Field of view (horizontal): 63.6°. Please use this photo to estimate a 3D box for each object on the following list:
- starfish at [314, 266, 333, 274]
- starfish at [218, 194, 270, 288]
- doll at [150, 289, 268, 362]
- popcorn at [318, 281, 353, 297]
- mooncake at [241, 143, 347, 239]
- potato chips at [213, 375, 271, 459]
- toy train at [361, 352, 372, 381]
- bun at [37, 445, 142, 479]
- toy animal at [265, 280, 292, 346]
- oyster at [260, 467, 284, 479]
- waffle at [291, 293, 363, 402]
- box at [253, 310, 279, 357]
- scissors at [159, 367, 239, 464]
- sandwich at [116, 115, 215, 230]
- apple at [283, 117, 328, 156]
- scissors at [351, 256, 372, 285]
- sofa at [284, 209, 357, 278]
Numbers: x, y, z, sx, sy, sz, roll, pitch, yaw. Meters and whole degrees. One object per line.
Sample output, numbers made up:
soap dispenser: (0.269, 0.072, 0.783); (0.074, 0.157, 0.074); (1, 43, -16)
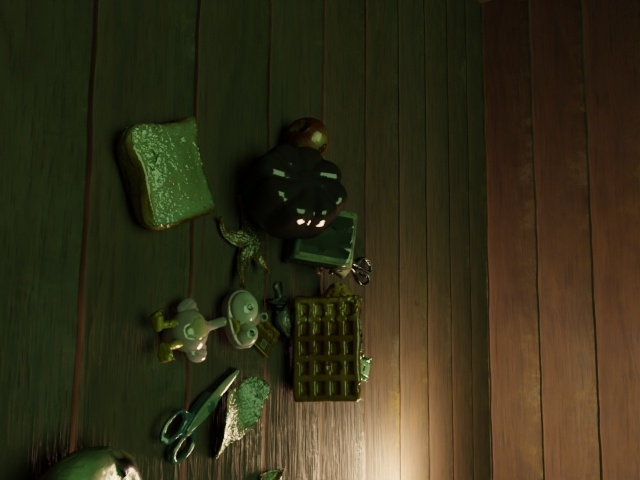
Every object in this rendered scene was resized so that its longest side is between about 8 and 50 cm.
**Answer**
starfish: (0.019, 0.012, 1.757); (0.150, 0.053, 0.210); (17, 77, -44)
starfish: (-0.221, 0.000, 1.448); (0.138, 0.050, 0.248); (-26, 97, -54)
doll: (-0.269, 0.216, 1.315); (0.365, 0.094, 0.160); (-3, 75, -51)
popcorn: (0.056, 0.227, 1.725); (0.152, 0.148, 0.167); (2, 66, -24)
mooncake: (-0.069, -0.143, 1.488); (0.306, 0.154, 0.306); (18, 53, -25)
potato chips: (-0.218, 0.475, 1.401); (0.228, 0.059, 0.167); (-30, 118, -56)
toy train: (0.123, 0.455, 1.857); (0.149, 0.081, 0.099); (38, 57, -52)
bun: (-0.467, 0.532, 0.974); (0.283, 0.179, 0.284); (-2, 90, -75)
toy animal: (-0.111, 0.233, 1.560); (0.105, 0.070, 0.203); (-77, 155, -74)
oyster: (-0.144, 0.697, 1.505); (0.093, 0.034, 0.051); (11, 62, -42)
waffle: (0.020, 0.332, 1.605); (0.098, 0.224, 0.328); (86, 4, -87)
box: (-0.181, 0.262, 1.498); (0.156, 0.022, 0.089); (54, 49, -37)
scissors: (-0.296, 0.424, 1.309); (0.289, 0.041, 0.138); (-46, 134, -47)
sandwich: (-0.361, -0.162, 1.234); (0.226, 0.087, 0.251); (-25, 107, -51)
apple: (-0.044, -0.313, 1.633); (0.146, 0.146, 0.131); (-68, 149, -31)
scissors: (0.106, 0.084, 1.905); (0.300, 0.022, 0.109); (30, 67, -46)
sofa: (0.000, 0.000, 1.678); (0.176, 0.225, 0.210); (121, -25, -75)
